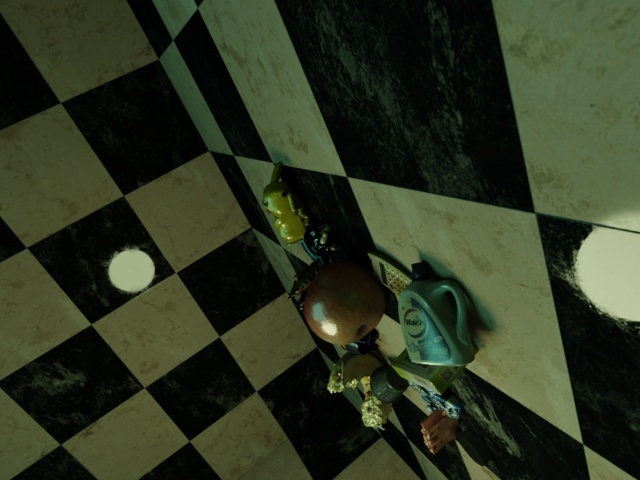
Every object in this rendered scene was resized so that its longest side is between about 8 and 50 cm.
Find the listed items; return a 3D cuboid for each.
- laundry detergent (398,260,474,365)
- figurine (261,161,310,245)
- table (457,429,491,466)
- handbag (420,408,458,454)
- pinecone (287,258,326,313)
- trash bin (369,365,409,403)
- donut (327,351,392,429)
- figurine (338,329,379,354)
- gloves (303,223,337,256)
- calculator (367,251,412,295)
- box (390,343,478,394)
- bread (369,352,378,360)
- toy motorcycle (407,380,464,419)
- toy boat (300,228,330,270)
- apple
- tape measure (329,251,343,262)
[{"bbox_3d":[0.314,0.196,1.161,0.214,0.105,0.281,-14,82,53],"label":"laundry detergent"},{"bbox_3d":[-0.150,-0.140,1.803,0.327,0.169,0.218,60,-172,-32],"label":"figurine"},{"bbox_3d":[0.607,0.819,1.648,0.133,0.043,0.133,49,162,22],"label":"table"},{"bbox_3d":[0.485,0.766,1.693,0.059,0.157,0.213,38,155,49],"label":"handbag"},{"bbox_3d":[-0.015,0.232,1.892,0.264,0.264,0.264,50,162,22],"label":"pinecone"},{"bbox_3d":[0.335,0.652,1.940,0.175,0.175,0.161,52,150,17],"label":"trash bin"},{"bbox_3d":[0.205,0.709,2.057,0.371,0.307,0.150,44,135,-10],"label":"donut"},{"bbox_3d":[0.152,0.474,2.042,0.308,0.308,0.143,-172,92,-69],"label":"figurine"},{"bbox_3d":[0.000,0.000,1.757,0.164,0.124,0.203,35,167,10],"label":"gloves"},{"bbox_3d":[0.254,0.129,1.396,0.236,0.033,0.157,39,155,41],"label":"calculator"},{"bbox_3d":[0.347,0.369,1.307,0.062,0.175,0.260,50,165,-6],"label":"box"},{"bbox_3d":[0.275,0.712,2.270,0.246,0.121,0.174,57,165,5],"label":"bread"},{"bbox_3d":[0.441,0.594,1.629,0.254,0.092,0.136,28,139,43],"label":"toy motorcycle"},{"bbox_3d":[-0.070,0.019,2.019,0.299,0.092,0.134,57,167,-3],"label":"toy boat"},{"bbox_3d":[0.098,0.241,1.573,0.269,0.345,0.345,27,153,19],"label":"apple"},{"bbox_3d":[0.074,0.103,1.819,0.091,0.054,0.094,35,148,59],"label":"tape measure"}]
